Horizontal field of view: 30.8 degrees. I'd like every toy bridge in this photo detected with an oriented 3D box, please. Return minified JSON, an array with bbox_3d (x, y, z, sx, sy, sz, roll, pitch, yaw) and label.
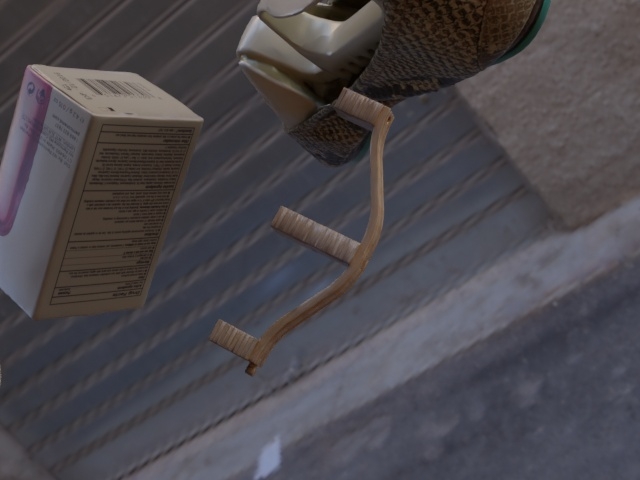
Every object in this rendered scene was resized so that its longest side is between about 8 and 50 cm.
[{"bbox_3d":[0.000,0.000,0.722,0.188,0.063,0.026,-62,-16,-7],"label":"toy bridge"}]

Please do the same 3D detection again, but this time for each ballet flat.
[{"bbox_3d":[0.025,-0.182,1.046,0.483,0.182,0.164,156,125,-71],"label":"ballet flat"}]

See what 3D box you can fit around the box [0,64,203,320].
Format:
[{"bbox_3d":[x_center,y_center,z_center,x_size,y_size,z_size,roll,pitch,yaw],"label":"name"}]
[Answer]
[{"bbox_3d":[-0.243,-0.051,1.209,0.149,0.127,0.232,-4,-58,-49],"label":"box"}]
